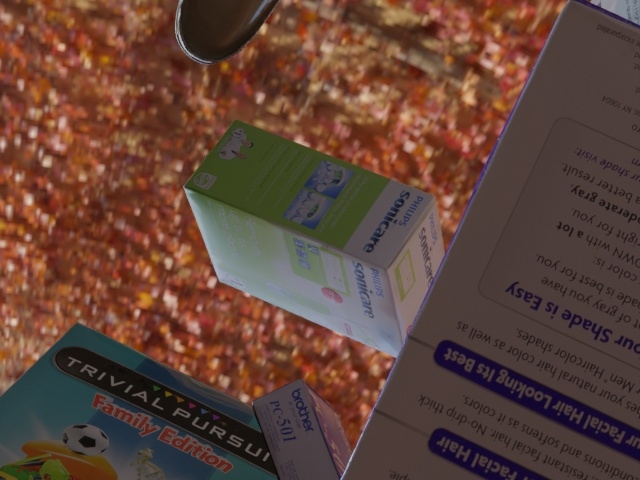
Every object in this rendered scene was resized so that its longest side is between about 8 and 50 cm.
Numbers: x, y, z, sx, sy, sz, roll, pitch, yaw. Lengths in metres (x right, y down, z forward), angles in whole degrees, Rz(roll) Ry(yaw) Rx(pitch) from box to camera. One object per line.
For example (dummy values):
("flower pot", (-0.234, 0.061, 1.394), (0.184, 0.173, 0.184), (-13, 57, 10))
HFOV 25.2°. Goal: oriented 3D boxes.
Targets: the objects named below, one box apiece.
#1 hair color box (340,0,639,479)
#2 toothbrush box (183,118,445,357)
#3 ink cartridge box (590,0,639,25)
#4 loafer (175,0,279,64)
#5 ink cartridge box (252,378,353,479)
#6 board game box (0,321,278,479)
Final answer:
("hair color box", (0.140, 0.067, 0.750), (0.185, 0.110, 0.338), (26, -83, 6))
("toothbrush box", (0.000, 0.000, 1.724), (0.283, 0.206, 0.122), (22, -119, 23))
("ink cartridge box", (0.297, -0.135, 1.116), (0.122, 0.289, 0.211), (7, -119, -13))
("loafer", (-0.077, -0.294, 1.520), (0.102, 0.268, 0.092), (32, -153, -7))
("ink cartridge box", (0.016, 0.212, 1.052), (0.046, 0.097, 0.207), (-26, -116, 6))
("board game box", (-0.166, 0.219, 1.113), (0.254, 0.079, 0.336), (25, -149, 8))
